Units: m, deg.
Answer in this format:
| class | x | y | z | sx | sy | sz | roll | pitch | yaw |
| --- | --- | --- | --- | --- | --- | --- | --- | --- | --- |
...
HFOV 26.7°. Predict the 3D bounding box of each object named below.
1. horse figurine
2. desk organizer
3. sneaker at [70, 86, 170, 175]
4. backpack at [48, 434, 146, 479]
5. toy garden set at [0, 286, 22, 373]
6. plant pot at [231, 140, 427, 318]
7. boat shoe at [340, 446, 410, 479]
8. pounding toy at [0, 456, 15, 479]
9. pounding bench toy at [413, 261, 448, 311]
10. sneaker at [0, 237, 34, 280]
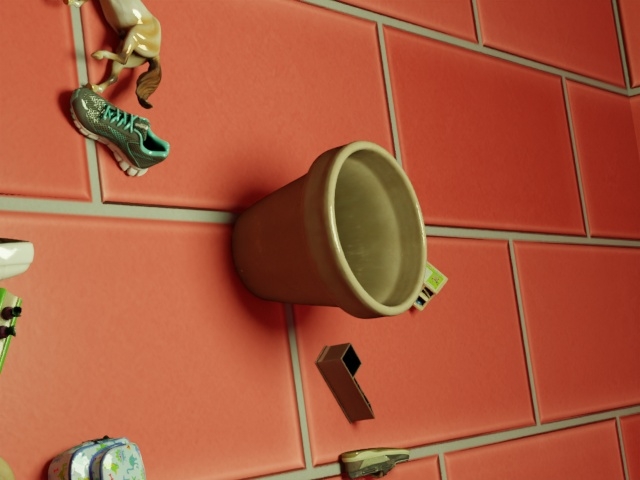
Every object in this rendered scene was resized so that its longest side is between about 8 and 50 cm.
| class | x | y | z | sx | sy | sz | roll | pitch | yaw |
| --- | --- | --- | --- | --- | --- | --- | --- | --- | --- |
| horse figurine | -0.281 | -0.308 | 1.865 | 0.174 | 0.066 | 0.263 | -35 | 105 | -49 |
| desk organizer | 0.048 | 0.229 | 2.177 | 0.130 | 0.050 | 0.047 | 61 | 38 | -23 |
| sneaker | -0.267 | -0.155 | 1.825 | 0.166 | 0.076 | 0.065 | 42 | 46 | -40 |
| backpack | -0.274 | 0.297 | 1.665 | 0.114 | 0.084 | 0.105 | -5 | 81 | -53 |
| toy garden set | -0.442 | 0.100 | 1.516 | 0.244 | 0.049 | 0.203 | 41 | 49 | -41 |
| plant pot | 0.000 | 0.000 | 2.023 | 0.263 | 0.229 | 0.263 | 22 | 62 | -50 |
| boat shoe | 0.089 | 0.363 | 2.197 | 0.152 | 0.056 | 0.049 | 4 | 81 | -45 |
| pounding toy | -0.416 | 0.302 | 1.393 | 0.154 | 0.155 | 0.269 | 59 | 38 | -32 |
| pounding bench toy | 0.169 | 0.073 | 2.398 | 0.083 | 0.065 | 0.052 | 41 | 40 | 2 |
| sneaker | -0.439 | 0.067 | 1.429 | 0.290 | 0.106 | 0.123 | -13 | 103 | -35 |
